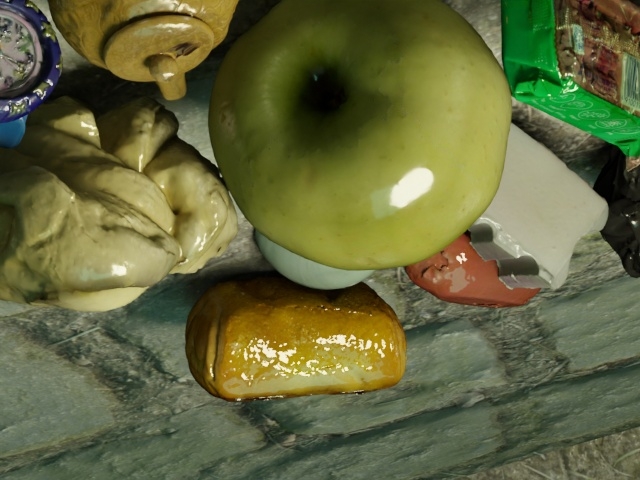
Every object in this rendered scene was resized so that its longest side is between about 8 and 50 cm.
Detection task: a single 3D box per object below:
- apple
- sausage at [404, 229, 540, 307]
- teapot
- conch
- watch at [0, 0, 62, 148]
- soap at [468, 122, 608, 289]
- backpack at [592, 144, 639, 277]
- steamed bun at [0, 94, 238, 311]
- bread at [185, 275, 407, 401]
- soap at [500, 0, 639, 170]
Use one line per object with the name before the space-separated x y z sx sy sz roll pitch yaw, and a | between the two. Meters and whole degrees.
apple | 0.051 -0.126 1.721 0.357 0.357 0.357 -10 154 -5
sausage | 0.247 0.029 2.327 0.280 0.152 0.152 13 145 -45
teapot | -0.183 -0.246 1.557 0.203 0.167 0.311 -16 157 -2
conch | 0.000 0.003 2.232 0.185 0.121 0.221 41 134 -23
watch | -0.379 -0.198 1.593 0.171 0.196 0.200 12 168 -22
soap | 0.261 -0.056 2.148 0.159 0.258 0.302 -54 -178 -7
backpack | 0.572 -0.118 2.066 0.363 0.254 0.445 -16 151 -6
steamed bun | -0.269 -0.054 1.747 0.325 0.230 0.372 9 -163 33
bread | -0.047 0.132 2.322 0.337 0.148 0.328 -2 -165 -8
soap | 0.332 -0.221 1.809 0.098 0.217 0.273 -12 163 38
